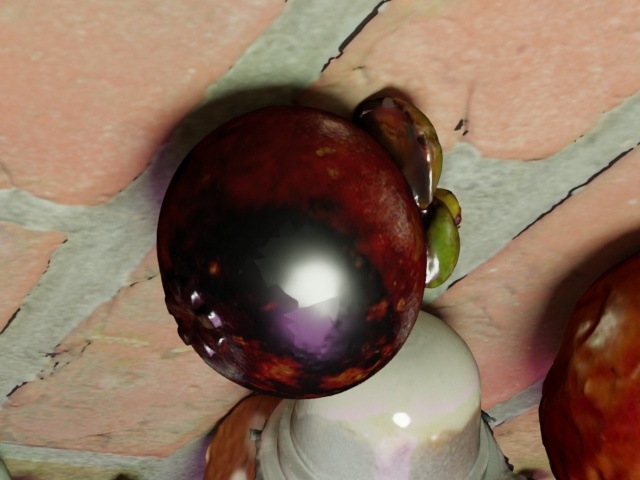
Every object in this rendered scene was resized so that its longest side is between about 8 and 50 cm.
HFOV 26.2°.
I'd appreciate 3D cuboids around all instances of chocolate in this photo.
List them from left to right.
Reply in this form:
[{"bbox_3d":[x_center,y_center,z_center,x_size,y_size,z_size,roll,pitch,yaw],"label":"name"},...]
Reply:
[{"bbox_3d":[0.058,0.130,1.046,0.221,0.221,0.147,-1,136,-12],"label":"chocolate"}]

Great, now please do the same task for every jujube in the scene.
[{"bbox_3d":[0.278,0.118,1.038,0.223,0.223,0.318,-3,155,-8],"label":"jujube"}]

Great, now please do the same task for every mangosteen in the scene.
[{"bbox_3d":[0.000,0.000,0.813,0.199,0.200,0.200,-5,151,-3],"label":"mangosteen"}]

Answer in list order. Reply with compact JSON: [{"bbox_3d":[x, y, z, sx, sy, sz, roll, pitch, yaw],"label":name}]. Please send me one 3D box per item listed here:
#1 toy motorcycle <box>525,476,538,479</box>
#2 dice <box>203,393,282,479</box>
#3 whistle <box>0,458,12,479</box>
[{"bbox_3d":[0.204,0.293,1.487,0.100,0.058,0.173,-2,153,2],"label":"toy motorcycle"},{"bbox_3d":[0.007,0.231,1.208,0.175,0.174,0.179,12,147,-28],"label":"dice"},{"bbox_3d":[-0.300,0.247,1.244,0.258,0.067,0.126,30,116,-31],"label":"whistle"}]
